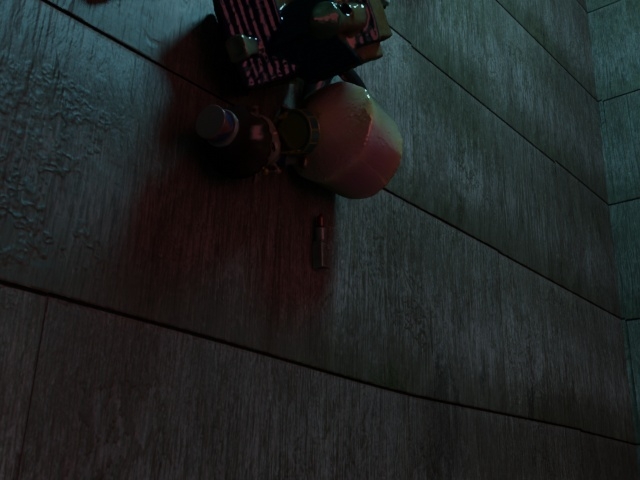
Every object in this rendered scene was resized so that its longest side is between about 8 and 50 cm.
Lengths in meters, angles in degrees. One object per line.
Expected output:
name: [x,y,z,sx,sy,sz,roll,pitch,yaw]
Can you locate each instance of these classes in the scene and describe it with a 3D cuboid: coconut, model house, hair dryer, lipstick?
coconut: [0.046,-0.226,1.666,0.245,0.233,0.233,30,56,-50]
model house: [-0.058,-0.435,1.527,0.280,0.312,0.245,-25,100,-53]
hair dryer: [0.058,-0.374,1.833,0.272,0.091,0.235,35,62,-43]
lipstick: [0.001,0.000,1.671,0.030,0.030,0.129,17,65,-46]

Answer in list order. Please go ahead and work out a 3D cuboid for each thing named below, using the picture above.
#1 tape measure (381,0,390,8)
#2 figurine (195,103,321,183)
tape measure: [0.054,-0.751,1.937,0.351,0.098,0.215,36,54,-35]
figurine: [-0.130,-0.200,1.479,0.275,0.158,0.161,-17,82,-52]
